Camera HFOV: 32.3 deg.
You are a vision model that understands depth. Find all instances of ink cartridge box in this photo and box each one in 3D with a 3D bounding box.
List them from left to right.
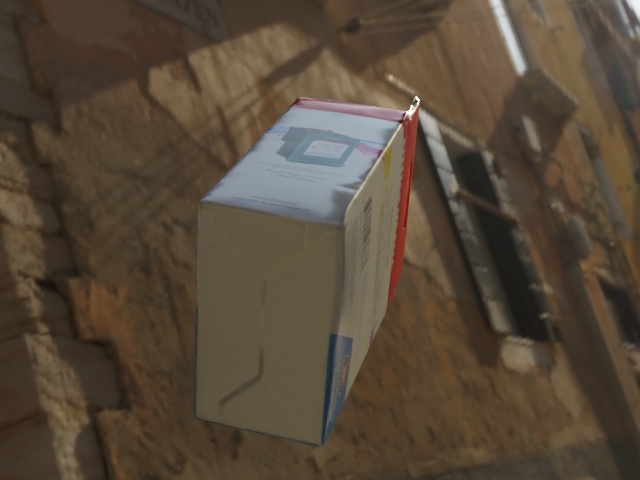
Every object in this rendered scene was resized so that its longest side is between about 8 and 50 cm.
[{"bbox_3d":[0.000,0.000,0.663,0.078,0.134,0.231,10,25,12],"label":"ink cartridge box"}]
